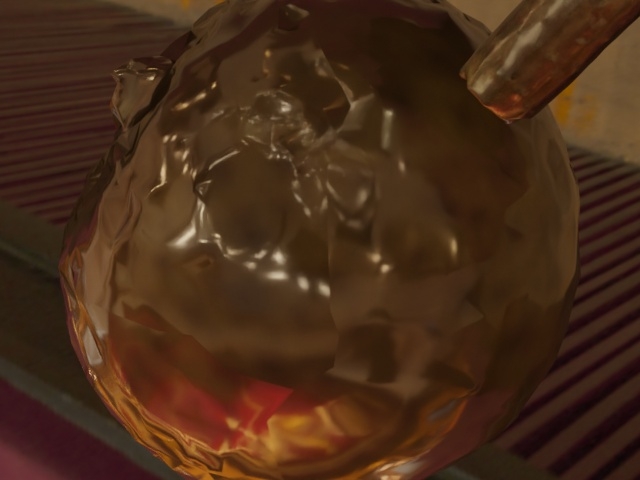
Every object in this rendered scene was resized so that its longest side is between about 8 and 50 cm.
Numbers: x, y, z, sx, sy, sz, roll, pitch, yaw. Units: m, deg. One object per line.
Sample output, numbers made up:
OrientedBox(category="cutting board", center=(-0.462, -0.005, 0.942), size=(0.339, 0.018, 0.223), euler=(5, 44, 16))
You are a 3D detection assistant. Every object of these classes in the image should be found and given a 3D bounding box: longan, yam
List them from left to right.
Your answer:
OrientedBox(category="longan", center=(0.000, 0.000, 0.926), size=(0.391, 0.391, 0.391), euler=(9, 106, 34))
OrientedBox(category="yam", center=(0.118, -0.106, 0.269), size=(0.029, 0.027, 0.234), euler=(47, 119, -1))
